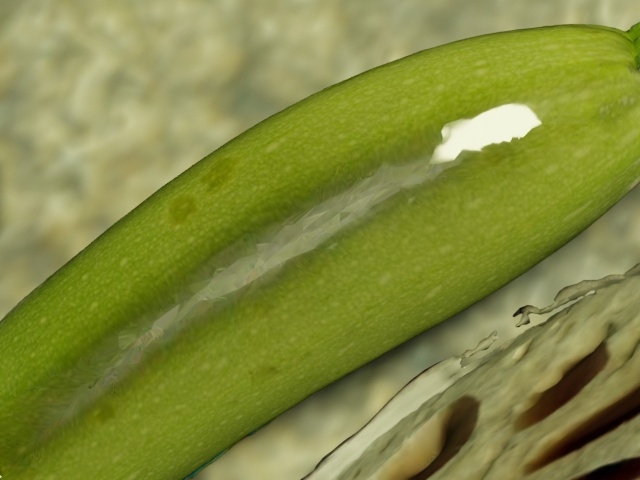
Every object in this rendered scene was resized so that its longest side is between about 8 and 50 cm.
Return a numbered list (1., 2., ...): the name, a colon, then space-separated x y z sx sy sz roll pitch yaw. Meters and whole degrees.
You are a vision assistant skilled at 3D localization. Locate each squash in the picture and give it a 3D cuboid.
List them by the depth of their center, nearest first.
1. squash: 0.000 0.000 0.476 0.341 0.094 0.094 -32 81 6

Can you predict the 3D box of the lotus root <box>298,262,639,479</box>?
1. lotus root: 0.061 0.151 0.386 0.272 0.272 0.192 -39 91 2
